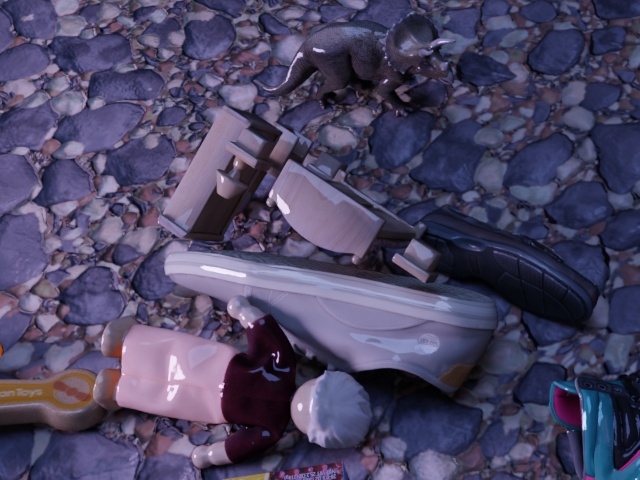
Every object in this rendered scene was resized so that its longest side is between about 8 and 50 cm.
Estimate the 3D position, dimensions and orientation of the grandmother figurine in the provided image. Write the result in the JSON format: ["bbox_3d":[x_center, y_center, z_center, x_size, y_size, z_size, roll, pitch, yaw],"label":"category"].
[{"bbox_3d":[-0.099,0.170,1.536,0.342,0.208,0.104,12,12,22],"label":"grandmother figurine"}]

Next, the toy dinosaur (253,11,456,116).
[{"bbox_3d":[0.057,-0.263,1.846,0.313,0.160,0.121,8,52,19],"label":"toy dinosaur"}]

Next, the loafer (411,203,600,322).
[{"bbox_3d":[0.234,0.016,1.611,0.267,0.096,0.084,23,53,32],"label":"loafer"}]

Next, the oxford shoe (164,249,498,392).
[{"bbox_3d":[-0.004,0.090,1.580,0.449,0.169,0.130,12,98,25],"label":"oxford shoe"}]

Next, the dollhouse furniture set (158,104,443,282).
[{"bbox_3d":[0.000,0.000,1.621,0.355,0.303,0.174,34,100,18],"label":"dollhouse furniture set"}]

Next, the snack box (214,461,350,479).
[{"bbox_3d":[-0.064,0.346,1.414,0.207,0.070,0.175,-10,50,8],"label":"snack box"}]

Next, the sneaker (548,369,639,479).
[{"bbox_3d":[0.348,0.167,1.436,0.178,0.124,0.296,12,55,11],"label":"sneaker"}]

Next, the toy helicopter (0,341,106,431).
[{"bbox_3d":[-0.445,0.195,1.629,0.354,0.140,0.235,-2,40,-1],"label":"toy helicopter"}]
